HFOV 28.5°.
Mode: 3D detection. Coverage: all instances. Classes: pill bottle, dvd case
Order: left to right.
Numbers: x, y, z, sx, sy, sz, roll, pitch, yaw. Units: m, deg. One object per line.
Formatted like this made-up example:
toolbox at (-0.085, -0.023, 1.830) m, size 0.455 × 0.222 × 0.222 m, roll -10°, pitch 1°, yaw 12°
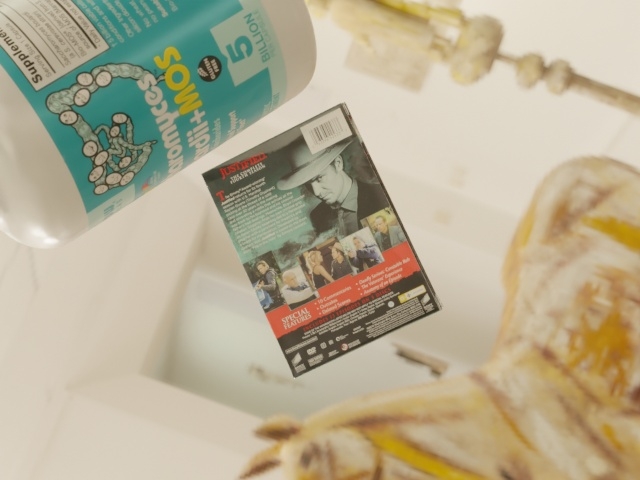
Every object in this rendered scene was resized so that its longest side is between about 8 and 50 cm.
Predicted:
pill bottle at (-0.143, -0.092, 0.775) m, size 0.264 × 0.146 × 0.146 m, roll -35°, pitch -12°, yaw -18°
dvd case at (0.000, 0.000, 0.655) m, size 0.087 × 0.119 × 0.013 m, roll -27°, pitch -5°, yaw 10°
